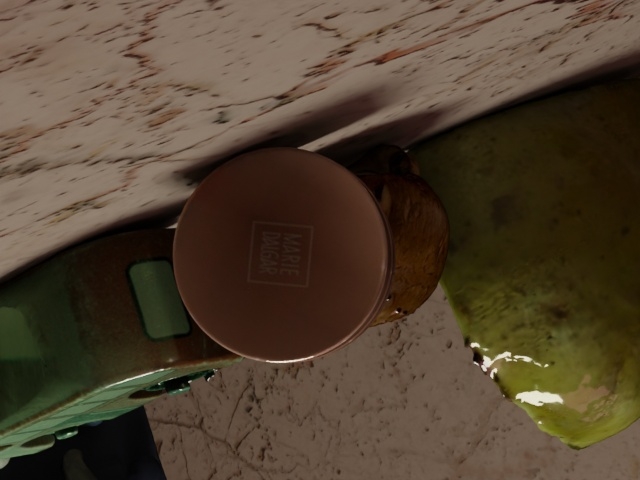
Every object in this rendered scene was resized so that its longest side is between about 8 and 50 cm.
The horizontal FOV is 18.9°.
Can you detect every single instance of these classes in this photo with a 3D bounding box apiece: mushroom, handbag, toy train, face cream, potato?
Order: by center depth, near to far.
[{"bbox_3d":[-0.023,0.011,1.347,0.149,0.149,0.104,-22,176,4],"label":"face cream"},{"bbox_3d":[-0.198,0.083,1.529,0.326,0.129,0.159,-25,168,41],"label":"toy train"},{"bbox_3d":[0.005,0.014,1.557,0.194,0.138,0.231,-21,175,-7],"label":"mushroom"},{"bbox_3d":[0.254,0.022,1.709,0.213,0.280,0.330,-27,161,23],"label":"potato"},{"bbox_3d":[-0.285,0.235,1.925,0.118,0.269,0.326,-27,173,35],"label":"handbag"}]
